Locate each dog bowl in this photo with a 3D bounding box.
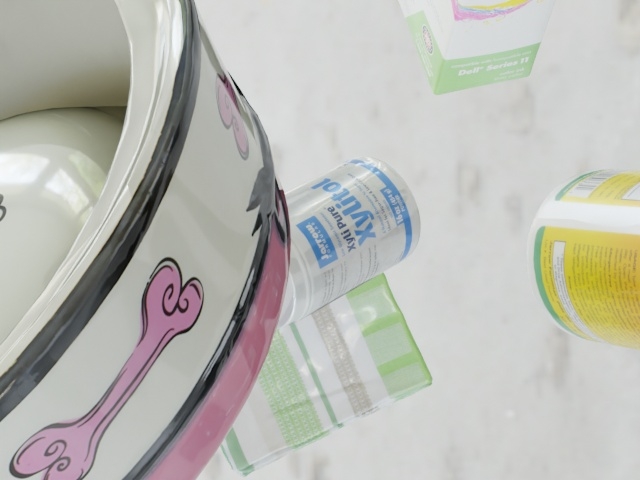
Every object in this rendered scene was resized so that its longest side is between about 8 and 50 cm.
[{"bbox_3d":[-0.192,0.027,1.013,0.408,0.150,0.408,-25,41,23],"label":"dog bowl"}]

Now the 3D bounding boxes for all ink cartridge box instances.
[{"bbox_3d":[0.166,-0.336,1.977,0.353,0.119,0.207,103,153,-59],"label":"ink cartridge box"}]

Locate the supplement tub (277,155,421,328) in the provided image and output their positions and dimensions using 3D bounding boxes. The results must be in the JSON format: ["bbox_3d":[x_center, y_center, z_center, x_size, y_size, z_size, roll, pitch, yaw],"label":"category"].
[{"bbox_3d":[0.000,0.000,1.136,0.071,0.107,0.071,29,133,35],"label":"supplement tub"}]

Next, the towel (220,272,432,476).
[{"bbox_3d":[-0.013,0.081,1.316,0.023,0.152,0.113,-119,5,-81],"label":"towel"}]

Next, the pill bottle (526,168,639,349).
[{"bbox_3d":[0.230,0.015,1.228,0.208,0.117,0.118,7,97,64],"label":"pill bottle"}]
